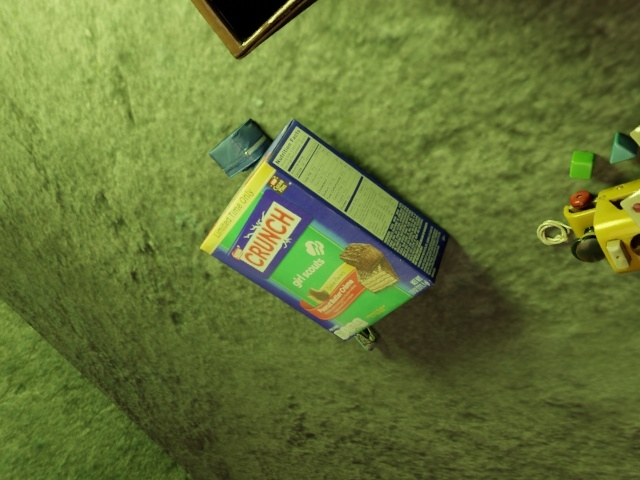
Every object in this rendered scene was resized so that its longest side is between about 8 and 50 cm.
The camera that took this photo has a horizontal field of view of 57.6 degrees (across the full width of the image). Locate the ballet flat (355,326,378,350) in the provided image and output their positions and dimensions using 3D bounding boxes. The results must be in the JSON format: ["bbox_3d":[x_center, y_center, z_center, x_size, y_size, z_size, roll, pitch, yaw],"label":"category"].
[{"bbox_3d":[0.072,0.173,1.167,0.114,0.041,0.041,42,138,-8],"label":"ballet flat"}]

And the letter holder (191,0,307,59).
[{"bbox_3d":[0.014,-0.336,0.532,0.214,0.302,0.152,-22,114,43],"label":"letter holder"}]

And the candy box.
[{"bbox_3d":[0.000,0.000,0.964,0.317,0.122,0.268,35,139,-10],"label":"candy box"}]

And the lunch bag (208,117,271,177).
[{"bbox_3d":[-0.135,-0.149,0.976,0.098,0.067,0.065,-26,111,44],"label":"lunch bag"}]

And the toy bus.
[{"bbox_3d":[0.388,-0.011,0.737,0.191,0.104,0.202,22,136,15],"label":"toy bus"}]

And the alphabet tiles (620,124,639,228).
[{"bbox_3d":[0.486,-0.072,0.553,0.342,0.011,0.285,-46,65,38],"label":"alphabet tiles"}]
